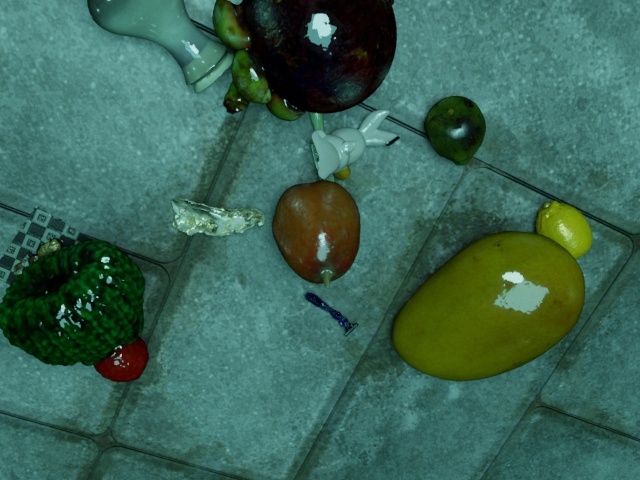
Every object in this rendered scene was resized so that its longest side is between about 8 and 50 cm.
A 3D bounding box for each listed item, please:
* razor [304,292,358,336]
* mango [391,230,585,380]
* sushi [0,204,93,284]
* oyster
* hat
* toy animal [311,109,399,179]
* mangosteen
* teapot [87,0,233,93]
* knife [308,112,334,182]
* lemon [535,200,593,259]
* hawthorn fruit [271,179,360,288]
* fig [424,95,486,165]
[{"bbox_3d":[0.020,0.168,1.280,0.155,0.028,0.044,39,101,-19],"label":"razor"},{"bbox_3d":[0.363,0.160,1.211,0.446,0.232,0.300,-35,111,21],"label":"mango"},{"bbox_3d":[-0.598,0.039,1.157,0.139,0.031,0.201,35,102,-17],"label":"sushi"},{"bbox_3d":[-0.228,-0.047,1.170,0.200,0.061,0.106,21,124,-11],"label":"oyster"},{"bbox_3d":[-0.468,0.170,1.147,0.274,0.242,0.332,-12,136,15],"label":"hat"},{"bbox_3d":[0.071,-0.188,1.121,0.127,0.182,0.131,-1,113,38],"label":"toy animal"},{"bbox_3d":[-0.016,-0.356,0.950,0.311,0.311,0.311,-2,110,-6],"label":"mangosteen"},{"bbox_3d":[-0.278,-0.394,0.976,0.183,0.183,0.251,-41,122,8],"label":"teapot"},{"bbox_3d":[-0.004,-0.213,1.145,0.043,0.020,0.293,-14,112,-4],"label":"knife"},{"bbox_3d":[0.551,-0.022,1.234,0.114,0.114,0.155,-30,99,4],"label":"lemon"},{"bbox_3d":[0.000,0.000,1.098,0.200,0.251,0.199,-7,134,-7],"label":"hawthorn fruit"},{"bbox_3d":[0.288,-0.222,1.144,0.123,0.123,0.156,-30,149,4],"label":"fig"}]
